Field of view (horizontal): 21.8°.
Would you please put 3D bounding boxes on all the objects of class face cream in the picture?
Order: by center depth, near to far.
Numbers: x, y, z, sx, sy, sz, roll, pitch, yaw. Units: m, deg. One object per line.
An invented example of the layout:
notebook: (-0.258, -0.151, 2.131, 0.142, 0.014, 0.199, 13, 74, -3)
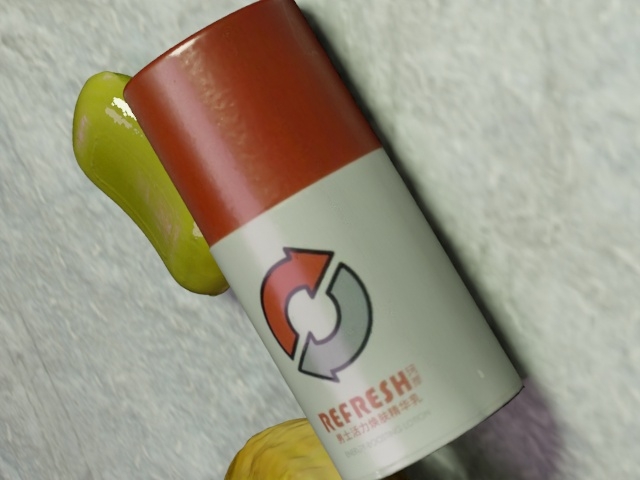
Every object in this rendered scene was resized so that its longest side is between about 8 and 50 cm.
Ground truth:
face cream: (0.000, 0.000, 0.775, 0.214, 0.096, 0.096, 60, 148, 0)

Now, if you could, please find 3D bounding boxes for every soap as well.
soap: (-0.088, -0.032, 0.919, 0.140, 0.045, 0.089, 48, 144, 20)

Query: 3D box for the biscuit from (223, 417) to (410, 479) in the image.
biscuit: (-0.001, 0.203, 0.886, 0.274, 0.091, 0.213, 111, 144, -62)
